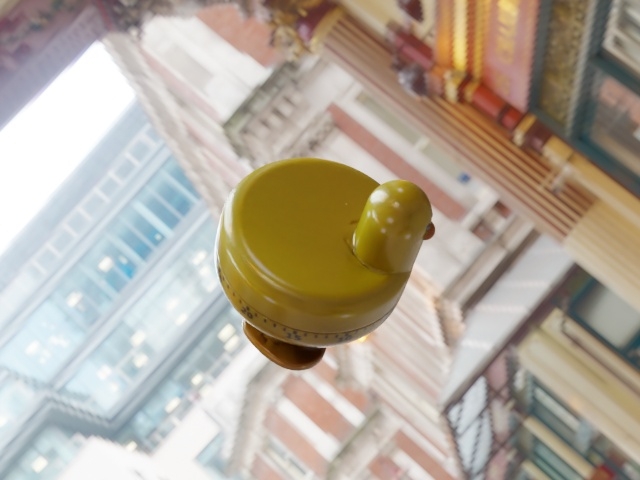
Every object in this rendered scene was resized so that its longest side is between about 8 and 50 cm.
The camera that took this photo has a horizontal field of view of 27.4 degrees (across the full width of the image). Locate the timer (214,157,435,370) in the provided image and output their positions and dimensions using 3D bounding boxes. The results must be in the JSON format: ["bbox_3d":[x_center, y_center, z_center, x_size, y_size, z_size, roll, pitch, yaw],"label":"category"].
[{"bbox_3d":[0.000,0.000,0.684,0.107,0.107,0.109,-35,-22,-34],"label":"timer"}]
